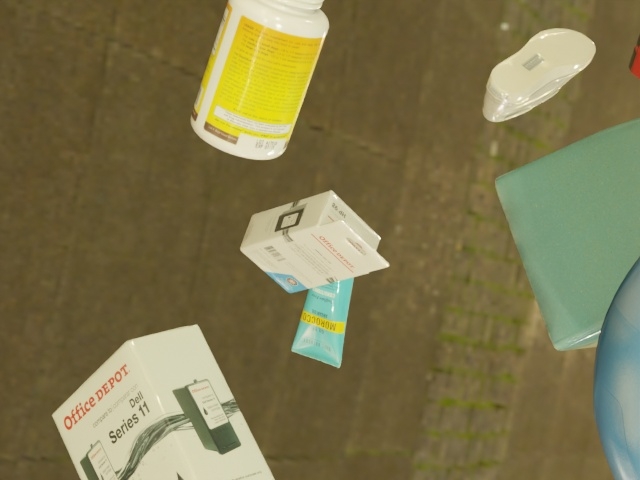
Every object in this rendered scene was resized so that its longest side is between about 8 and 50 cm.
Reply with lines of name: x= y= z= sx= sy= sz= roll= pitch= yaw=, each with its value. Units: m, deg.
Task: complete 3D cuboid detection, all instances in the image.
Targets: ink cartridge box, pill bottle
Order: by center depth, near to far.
ink cartridge box: x=-0.134 y=0.201 z=1.386 sx=0.087 sy=0.153 sz=0.208 roll=-9 pitch=64 yaw=-45
pill bottle: x=-0.063 y=-0.208 z=1.768 sx=0.117 sy=0.117 sz=0.215 roll=-21 pitch=136 yaw=-59
ink cartridge box: x=0.000 y=0.000 z=1.986 sx=0.104 sy=0.180 sz=0.060 roll=43 pitch=50 yaw=-31

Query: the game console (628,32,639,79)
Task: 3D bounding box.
game console: x=0.470 y=-0.379 z=1.819 sx=0.386 sy=0.060 sz=0.342 roll=-64 pitch=171 yaw=0

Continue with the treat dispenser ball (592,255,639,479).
treat dispenser ball: x=0.328 y=0.100 z=1.048 sx=0.288 sy=0.288 sz=0.288 roll=-29 pitch=124 yaw=-56

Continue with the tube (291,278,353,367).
tube: x=0.014 y=0.069 z=2.192 sx=0.052 sy=0.080 sz=0.207 roll=-7 pitch=112 yaw=-55

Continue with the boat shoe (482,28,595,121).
boat shoe: x=0.252 y=-0.188 z=1.818 sx=0.184 sy=0.066 sz=0.063 roll=-40 pitch=161 yaw=-41

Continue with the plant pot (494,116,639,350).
plant pot: x=0.310 y=-0.027 z=1.360 sx=0.165 sy=0.234 sz=0.165 roll=-1 pitch=67 yaw=-48
